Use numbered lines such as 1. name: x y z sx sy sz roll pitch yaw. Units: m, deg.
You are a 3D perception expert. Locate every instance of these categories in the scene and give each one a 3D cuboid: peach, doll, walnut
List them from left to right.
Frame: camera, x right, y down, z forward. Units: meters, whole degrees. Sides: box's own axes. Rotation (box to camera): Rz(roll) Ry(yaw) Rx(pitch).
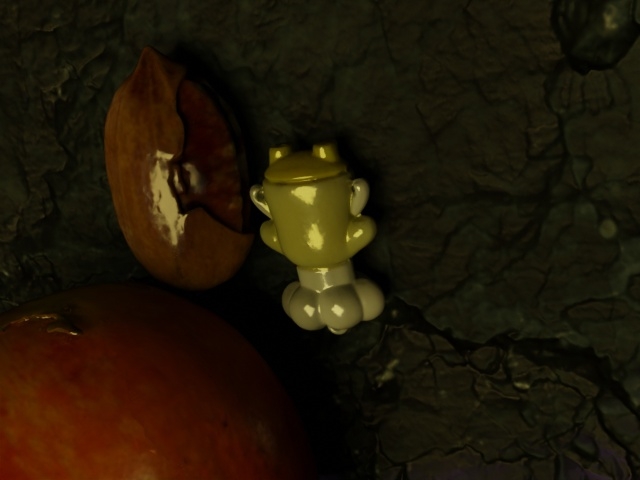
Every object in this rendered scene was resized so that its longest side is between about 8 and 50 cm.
1. peach: -0.169 0.218 1.277 0.370 0.370 0.370 12 117 25
2. walnut: -0.115 -0.056 1.270 0.116 0.116 0.207 -8 100 32
3. doll: 0.000 0.000 1.251 0.106 0.062 0.162 -1 109 29
